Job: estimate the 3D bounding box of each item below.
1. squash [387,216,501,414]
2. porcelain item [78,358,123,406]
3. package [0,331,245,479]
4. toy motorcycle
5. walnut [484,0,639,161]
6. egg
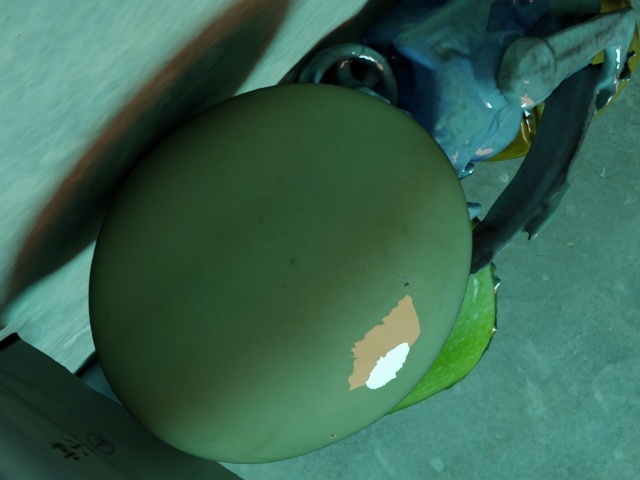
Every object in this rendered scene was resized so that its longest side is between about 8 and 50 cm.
[{"bbox_3d":[-0.010,0.091,1.309,0.310,0.310,0.309,-47,175,38],"label":"squash"},{"bbox_3d":[-0.235,0.207,1.430,0.259,0.141,0.141,-35,-174,47],"label":"porcelain item"},{"bbox_3d":[-0.154,0.135,0.732,0.062,0.204,0.251,-56,174,10],"label":"package"},{"bbox_3d":[0.133,-0.108,1.054,0.319,0.241,0.182,-39,-175,-24],"label":"toy motorcycle"},{"bbox_3d":[0.200,-0.182,1.423,0.336,0.209,0.209,-36,-175,47],"label":"walnut"},{"bbox_3d":[-0.027,0.021,0.791,0.269,0.219,0.219,-35,-177,32],"label":"egg"}]
